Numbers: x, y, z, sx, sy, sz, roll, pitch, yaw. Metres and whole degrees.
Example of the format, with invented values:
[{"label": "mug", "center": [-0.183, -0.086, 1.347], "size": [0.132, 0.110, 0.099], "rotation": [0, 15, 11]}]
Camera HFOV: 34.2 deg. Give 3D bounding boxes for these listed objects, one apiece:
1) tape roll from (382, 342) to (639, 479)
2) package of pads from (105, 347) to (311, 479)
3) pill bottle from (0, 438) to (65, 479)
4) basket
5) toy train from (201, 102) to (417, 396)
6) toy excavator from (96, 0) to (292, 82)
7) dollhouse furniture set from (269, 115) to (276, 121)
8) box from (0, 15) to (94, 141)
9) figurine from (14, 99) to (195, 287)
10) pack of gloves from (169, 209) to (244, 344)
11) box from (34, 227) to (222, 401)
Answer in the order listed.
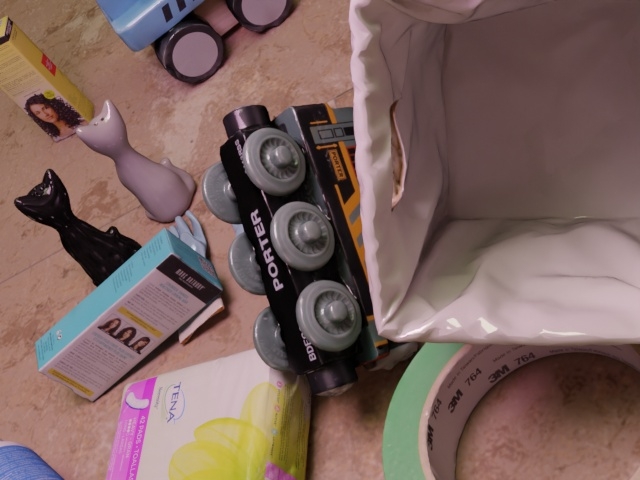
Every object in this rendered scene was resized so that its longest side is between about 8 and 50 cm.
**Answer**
[{"label": "tape roll", "center": [0.217, 0.186, 0.993], "size": [0.321, 0.077, 0.321], "rotation": [-20, 45, 21]}, {"label": "package of pads", "center": [-0.127, 0.270, 1.150], "size": [0.229, 0.101, 0.297], "rotation": [-17, 47, 24]}, {"label": "pill bottle", "center": [-0.375, 0.320, 1.270], "size": [0.221, 0.124, 0.124], "rotation": [24, 71, 45]}, {"label": "basket", "center": [0.217, -0.102, 0.950], "size": [0.331, 0.328, 0.266], "rotation": [-1, 21, 14]}, {"label": "toy train", "center": [0.000, 0.000, 1.155], "size": [0.142, 0.190, 0.334], "rotation": [-32, 74, 52]}, {"label": "toy excavator", "center": [-0.333, -0.455, 1.670], "size": [0.433, 0.445, 0.222], "rotation": [-38, 41, 2]}, {"label": "dollhouse furniture set", "center": [-0.002, -0.085, 1.332], "size": [0.123, 0.151, 0.144], "rotation": [-5, 54, 32]}, {"label": "box", "center": [-0.494, -0.273, 1.790], "size": [0.087, 0.232, 0.058], "rotation": [-22, 45, 20]}, {"label": "figurine", "center": [-0.308, -0.068, 1.493], "size": [0.092, 0.209, 0.215], "rotation": [18, 66, 44]}, {"label": "pack of gloves", "center": [-0.133, 0.011, 1.438], "size": [0.195, 0.046, 0.232], "rotation": [-43, 40, 18]}, {"label": "box", "center": [-0.254, 0.100, 1.368], "size": [0.244, 0.100, 0.060], "rotation": [-40, 40, 11]}]
